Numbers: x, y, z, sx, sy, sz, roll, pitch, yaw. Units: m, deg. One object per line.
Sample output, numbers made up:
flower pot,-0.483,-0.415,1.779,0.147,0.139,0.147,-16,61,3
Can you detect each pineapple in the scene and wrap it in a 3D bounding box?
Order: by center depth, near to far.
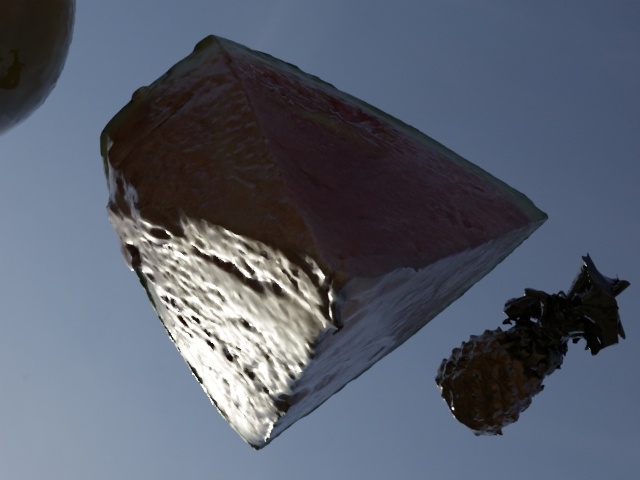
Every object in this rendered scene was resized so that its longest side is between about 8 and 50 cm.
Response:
pineapple,0.242,0.114,1.239,0.119,0.111,0.237,43,-71,-6

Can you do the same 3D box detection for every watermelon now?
watermelon,0.013,-0.024,0.760,0.283,0.250,0.293,50,-29,-17

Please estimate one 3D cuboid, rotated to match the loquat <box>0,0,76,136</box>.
loquat,-0.377,-0.237,0.976,0.328,0.328,0.359,4,-71,31
